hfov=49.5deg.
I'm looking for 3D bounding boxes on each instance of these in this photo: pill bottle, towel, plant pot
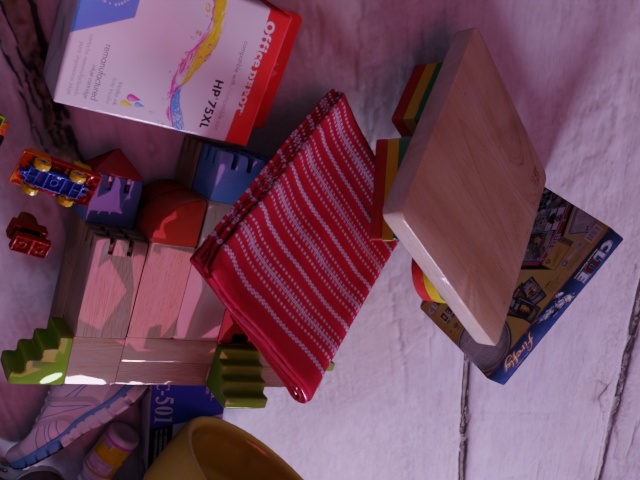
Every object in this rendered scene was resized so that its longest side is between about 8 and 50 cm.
[{"bbox_3d":[-0.265,0.269,0.861,0.043,0.043,0.083,31,101,-39],"label":"pill bottle"},{"bbox_3d":[0.000,0.000,0.699,0.199,0.031,0.275,58,48,-30],"label":"towel"},{"bbox_3d":[-0.134,0.376,0.802,0.239,0.254,0.254,-48,130,2],"label":"plant pot"}]

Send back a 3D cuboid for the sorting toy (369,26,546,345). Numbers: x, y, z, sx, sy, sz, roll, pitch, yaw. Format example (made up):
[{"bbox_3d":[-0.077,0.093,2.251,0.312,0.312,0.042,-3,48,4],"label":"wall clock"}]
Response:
[{"bbox_3d":[0.150,-0.054,0.795,0.257,0.089,0.255,49,55,-40],"label":"sorting toy"}]

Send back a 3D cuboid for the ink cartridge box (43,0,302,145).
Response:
[{"bbox_3d":[-0.120,-0.174,0.644,0.231,0.078,0.134,9,114,-33],"label":"ink cartridge box"}]

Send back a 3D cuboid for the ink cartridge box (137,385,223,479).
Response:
[{"bbox_3d":[-0.176,0.223,0.880,0.097,0.046,0.207,-6,121,-27],"label":"ink cartridge box"}]

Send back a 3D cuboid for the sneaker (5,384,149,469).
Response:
[{"bbox_3d":[-0.290,0.189,0.793,0.191,0.071,0.083,-34,89,9],"label":"sneaker"}]

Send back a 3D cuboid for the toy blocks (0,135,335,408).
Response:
[{"bbox_3d":[-0.107,0.013,0.727,0.381,0.191,0.260,9,102,-34],"label":"toy blocks"}]

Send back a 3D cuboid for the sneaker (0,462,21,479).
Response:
[{"bbox_3d":[-0.441,0.302,0.716,0.293,0.146,0.102,14,111,-35],"label":"sneaker"}]

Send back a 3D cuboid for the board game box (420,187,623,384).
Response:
[{"bbox_3d":[0.263,0.048,0.940,0.042,0.165,0.243,28,103,-38],"label":"board game box"}]

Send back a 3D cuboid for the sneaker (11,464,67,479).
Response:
[{"bbox_3d":[-0.286,0.306,0.782,0.065,0.076,0.166,-59,145,-15],"label":"sneaker"}]

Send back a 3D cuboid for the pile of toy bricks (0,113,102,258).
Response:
[{"bbox_3d":[-0.308,-0.071,0.584,0.212,0.105,0.118,22,109,-39],"label":"pile of toy bricks"}]
